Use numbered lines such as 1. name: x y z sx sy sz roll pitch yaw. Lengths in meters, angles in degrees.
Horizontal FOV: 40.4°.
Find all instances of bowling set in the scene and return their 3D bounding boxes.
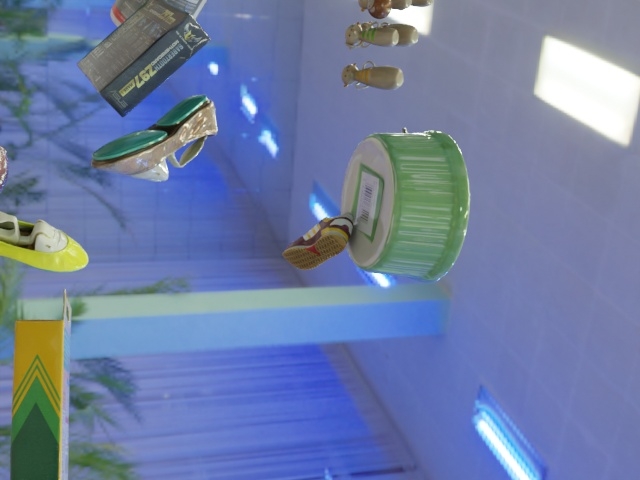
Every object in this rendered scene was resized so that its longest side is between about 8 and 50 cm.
1. bowling set: 0.122 -0.498 1.942 0.154 0.200 0.287 12 -109 31

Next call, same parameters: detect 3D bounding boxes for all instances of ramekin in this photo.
1. ramekin: 0.154 -0.070 1.714 0.303 0.148 0.303 -177 -90 -69

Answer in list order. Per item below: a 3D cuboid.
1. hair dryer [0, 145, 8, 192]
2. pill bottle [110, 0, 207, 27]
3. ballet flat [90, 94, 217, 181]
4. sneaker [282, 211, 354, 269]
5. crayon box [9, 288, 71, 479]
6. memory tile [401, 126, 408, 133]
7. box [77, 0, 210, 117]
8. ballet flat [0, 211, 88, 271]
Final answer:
1. hair dryer: -0.648 -0.060 1.661 0.223 0.080 0.294 128 -32 -61
2. pill bottle: -0.300 -0.543 1.795 0.283 0.161 0.161 -52 -145 23
3. ballet flat: -0.302 -0.176 1.672 0.107 0.316 0.106 10 -55 37
4. sneaker: 0.000 0.000 1.778 0.185 0.069 0.084 -21 -149 45
5. crayon box: -0.479 0.260 1.501 0.203 0.083 0.323 132 -42 -71
6. memory tile: 0.282 -0.266 2.646 0.148 0.012 0.113 53 22 -51
7. box: -0.289 -0.302 1.397 0.059 0.183 0.232 48 -4 -33
8. ballet flat: -0.490 -0.006 1.425 0.077 0.231 0.077 -97 -150 -45
